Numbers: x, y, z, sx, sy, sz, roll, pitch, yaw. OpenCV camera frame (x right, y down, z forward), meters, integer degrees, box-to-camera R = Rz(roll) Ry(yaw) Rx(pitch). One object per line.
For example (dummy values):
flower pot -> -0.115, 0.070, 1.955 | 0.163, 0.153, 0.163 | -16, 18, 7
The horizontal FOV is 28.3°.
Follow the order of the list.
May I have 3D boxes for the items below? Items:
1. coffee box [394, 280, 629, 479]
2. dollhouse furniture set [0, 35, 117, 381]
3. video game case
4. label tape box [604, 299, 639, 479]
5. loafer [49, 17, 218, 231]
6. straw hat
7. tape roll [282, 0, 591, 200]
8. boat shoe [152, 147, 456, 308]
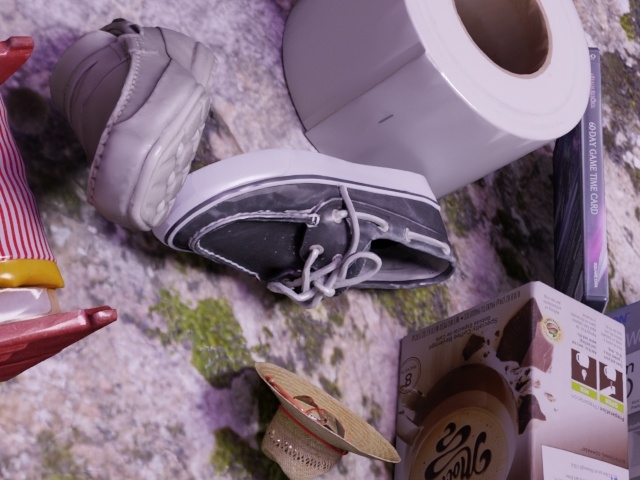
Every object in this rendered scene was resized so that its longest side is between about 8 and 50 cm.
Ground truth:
coffee box -> 0.154, 0.207, 1.040 | 0.119, 0.168, 0.297 | 25, 55, -30
dollhouse furniture set -> -0.328, 0.011, 0.722 | 0.374, 0.152, 0.201 | -13, 79, -44
video game case -> 0.250, -0.020, 1.236 | 0.026, 0.196, 0.274 | 4, 61, 4
label tape box -> 0.364, 0.113, 1.219 | 0.106, 0.240, 0.334 | 34, 50, -22
loafer -> -0.140, -0.091, 0.897 | 0.111, 0.112, 0.319 | 20, 15, -10
straw hat -> -0.012, 0.156, 0.991 | 0.144, 0.144, 0.061 | 32, 93, -26
tape roll -> 0.110, -0.174, 1.183 | 0.246, 0.169, 0.246 | 20, 58, -34
boat shoe -> -0.002, 0.002, 1.041 | 0.306, 0.113, 0.105 | 6, 52, -50
